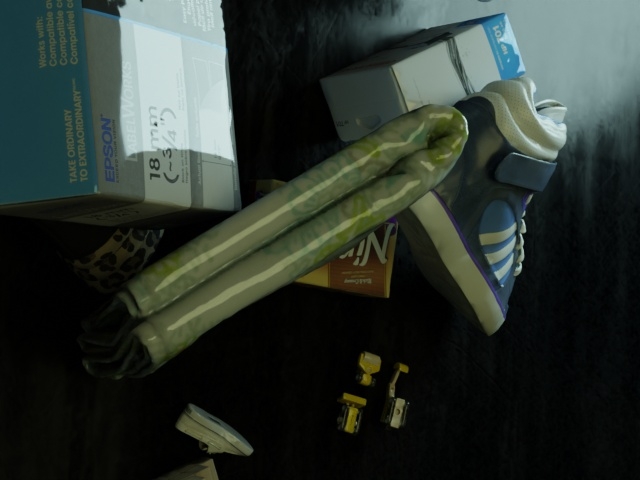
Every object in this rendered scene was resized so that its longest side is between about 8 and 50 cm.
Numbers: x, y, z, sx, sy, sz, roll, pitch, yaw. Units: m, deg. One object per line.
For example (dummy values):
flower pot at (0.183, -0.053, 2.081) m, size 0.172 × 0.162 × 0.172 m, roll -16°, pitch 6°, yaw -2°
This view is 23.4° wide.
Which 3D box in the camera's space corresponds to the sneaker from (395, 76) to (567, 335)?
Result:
sneaker at (0.216, -0.048, 1.779) m, size 0.236 × 0.130 × 0.323 m, roll -42°, pitch 141°, yaw -7°

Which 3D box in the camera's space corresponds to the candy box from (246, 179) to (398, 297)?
candy box at (0.000, 0.000, 1.746) m, size 0.186 × 0.053 × 0.109 m, roll 12°, pitch 83°, yaw -35°

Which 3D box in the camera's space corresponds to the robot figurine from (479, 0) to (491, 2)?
robot figurine at (0.108, -0.417, 1.736) m, size 0.353 × 0.200 × 0.300 m, roll 32°, pitch 33°, yaw -33°

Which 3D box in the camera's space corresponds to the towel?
towel at (-0.053, 0.013, 1.502) m, size 0.374 × 0.320 × 0.090 m, roll -32°, pitch 91°, yaw -19°

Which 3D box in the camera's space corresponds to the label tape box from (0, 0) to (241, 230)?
label tape box at (-0.206, -0.141, 1.326) m, size 0.333 × 0.106 × 0.241 m, roll 5°, pitch 77°, yaw -60°

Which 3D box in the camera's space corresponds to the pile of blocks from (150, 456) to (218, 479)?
pile of blocks at (-0.129, 0.413, 1.610) m, size 0.149 × 0.112 × 0.362 m, roll 8°, pitch 85°, yaw -37°

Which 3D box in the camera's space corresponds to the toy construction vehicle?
toy construction vehicle at (0.060, 0.184, 1.808) m, size 0.086 × 0.035 × 0.098 m, roll 17°, pitch 77°, yaw -25°

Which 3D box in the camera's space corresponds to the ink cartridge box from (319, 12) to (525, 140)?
ink cartridge box at (0.118, -0.189, 1.780) m, size 0.190 × 0.139 × 0.082 m, roll -27°, pitch 105°, yaw -34°

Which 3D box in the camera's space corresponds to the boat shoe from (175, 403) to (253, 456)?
boat shoe at (-0.117, 0.214, 1.672) m, size 0.100 × 0.035 × 0.035 m, roll 36°, pitch 96°, yaw -36°

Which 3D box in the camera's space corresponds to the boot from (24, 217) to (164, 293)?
boot at (-0.251, -0.158, 1.494) m, size 0.284 × 0.138 × 0.377 m, roll 49°, pitch 34°, yaw -44°
